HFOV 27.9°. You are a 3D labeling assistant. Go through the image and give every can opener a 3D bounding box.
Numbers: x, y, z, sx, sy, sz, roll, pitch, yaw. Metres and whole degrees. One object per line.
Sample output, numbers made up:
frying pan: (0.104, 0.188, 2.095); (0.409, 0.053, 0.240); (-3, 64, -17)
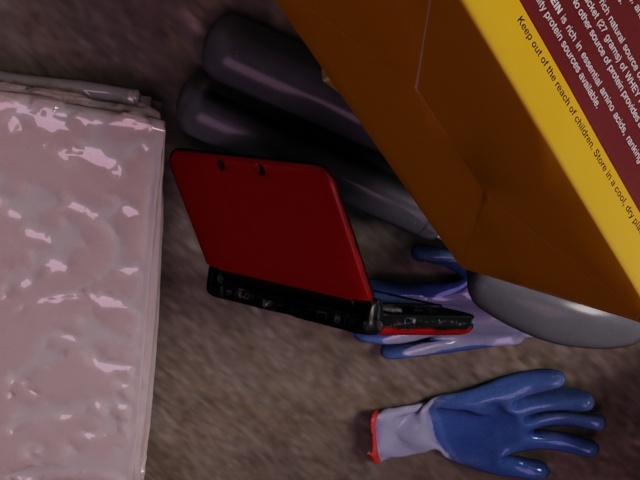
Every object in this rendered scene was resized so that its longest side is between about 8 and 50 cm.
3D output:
can opener: (0.058, -0.025, 0.697); (0.283, 0.095, 0.076); (23, 122, -12)

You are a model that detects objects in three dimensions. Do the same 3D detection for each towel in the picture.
towel: (-0.263, 0.025, 0.788); (0.331, 0.053, 0.317); (9, 125, -2)

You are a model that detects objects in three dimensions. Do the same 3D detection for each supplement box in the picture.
supplement box: (0.117, -0.106, 0.551); (0.194, 0.129, 0.191); (-47, 121, -16)

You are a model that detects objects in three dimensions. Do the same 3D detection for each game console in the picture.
game console: (0.000, 0.000, 0.708); (0.124, 0.144, 0.085); (3, 95, -40)

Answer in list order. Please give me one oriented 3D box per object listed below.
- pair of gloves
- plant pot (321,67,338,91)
pair of gloves: (0.099, 0.082, 0.818); (0.159, 0.023, 0.198); (-4, 126, 8)
plant pot: (0.057, -0.099, 0.657); (0.081, 0.081, 0.083); (-34, 122, 25)
